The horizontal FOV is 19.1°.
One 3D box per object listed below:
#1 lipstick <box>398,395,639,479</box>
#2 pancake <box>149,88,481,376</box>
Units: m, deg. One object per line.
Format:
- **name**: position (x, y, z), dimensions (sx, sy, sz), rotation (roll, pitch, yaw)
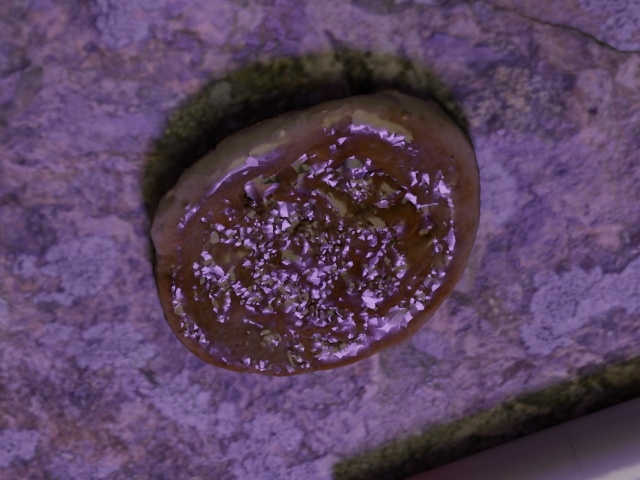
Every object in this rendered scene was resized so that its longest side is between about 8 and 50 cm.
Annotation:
- **lipstick**: position (0.182, 0.214, 1.650), dimensions (0.327, 0.087, 0.087), rotation (-19, 130, -1)
- **pancake**: position (-0.001, -0.001, 1.452), dimensions (0.282, 0.049, 0.282), rotation (-8, 132, -9)
